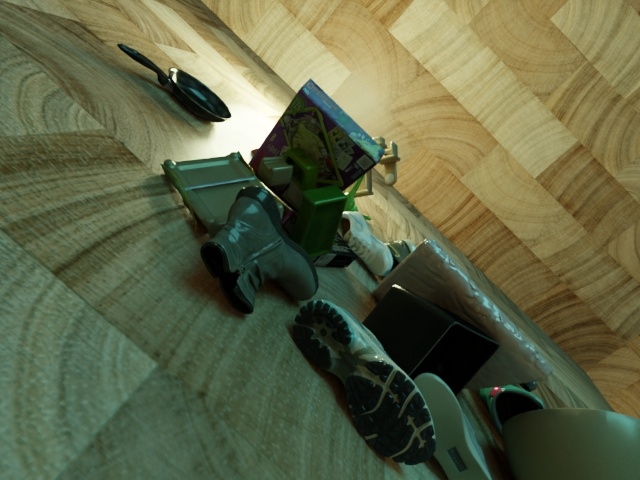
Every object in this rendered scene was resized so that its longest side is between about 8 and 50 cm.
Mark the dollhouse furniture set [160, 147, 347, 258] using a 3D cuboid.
[{"bbox_3d":[-0.131,-0.058,0.859,0.302,0.151,0.197,-15,50,-35],"label":"dollhouse furniture set"}]

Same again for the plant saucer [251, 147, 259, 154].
[{"bbox_3d":[-0.065,-0.204,1.363,0.258,0.048,0.259,45,19,1],"label":"plant saucer"}]

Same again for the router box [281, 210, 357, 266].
[{"bbox_3d":[0.000,0.000,1.054,0.133,0.046,0.179,53,20,23],"label":"router box"}]

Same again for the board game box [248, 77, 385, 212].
[{"bbox_3d":[-0.030,-0.180,0.997,0.208,0.347,0.056,39,60,-12],"label":"board game box"}]

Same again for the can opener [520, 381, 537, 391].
[{"bbox_3d":[0.530,0.357,1.356,0.280,0.093,0.074,55,-16,40],"label":"can opener"}]

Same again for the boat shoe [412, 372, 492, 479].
[{"bbox_3d":[0.211,0.320,0.734,0.227,0.079,0.081,64,10,2],"label":"boat shoe"}]

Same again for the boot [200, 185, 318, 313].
[{"bbox_3d":[-0.093,0.053,0.690,0.246,0.083,0.161,61,35,-36],"label":"boot"}]

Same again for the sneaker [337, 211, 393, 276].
[{"bbox_3d":[0.113,0.011,1.238,0.092,0.087,0.228,-1,45,-44],"label":"sneaker"}]

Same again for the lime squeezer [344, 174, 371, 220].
[{"bbox_3d":[0.120,-0.134,1.541,0.059,0.110,0.310,35,-19,26],"label":"lime squeezer"}]

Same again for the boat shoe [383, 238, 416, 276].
[{"bbox_3d":[0.238,0.130,1.204,0.091,0.109,0.305,-2,54,-18],"label":"boat shoe"}]

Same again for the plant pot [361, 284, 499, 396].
[{"bbox_3d":[0.181,0.191,0.833,0.187,0.188,0.167,28,15,-42],"label":"plant pot"}]

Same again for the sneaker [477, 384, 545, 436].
[{"bbox_3d":[0.503,0.435,1.041,0.295,0.124,0.178,40,8,10],"label":"sneaker"}]

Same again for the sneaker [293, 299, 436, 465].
[{"bbox_3d":[0.084,0.204,0.695,0.283,0.110,0.122,52,16,20],"label":"sneaker"}]

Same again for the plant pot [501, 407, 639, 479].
[{"bbox_3d":[0.495,0.463,0.827,0.284,0.284,0.191,37,47,-23],"label":"plant pot"}]

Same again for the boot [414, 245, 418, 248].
[{"bbox_3d":[0.404,0.125,1.599,0.236,0.085,0.178,53,6,-11],"label":"boot"}]

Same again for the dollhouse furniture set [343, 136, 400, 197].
[{"bbox_3d":[0.067,-0.269,1.521,0.355,0.303,0.173,12,74,-56],"label":"dollhouse furniture set"}]

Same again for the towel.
[{"bbox_3d":[0.281,0.177,0.964,0.332,0.053,0.317,48,-23,9],"label":"towel"}]

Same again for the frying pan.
[{"bbox_3d":[-0.344,-0.373,1.121,0.197,0.053,0.326,47,20,7],"label":"frying pan"}]
